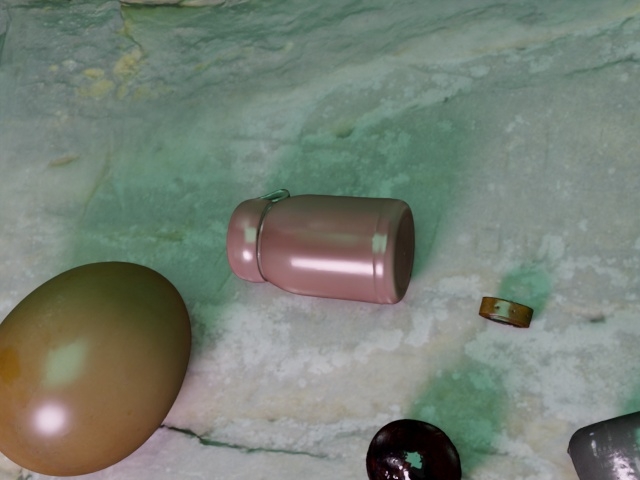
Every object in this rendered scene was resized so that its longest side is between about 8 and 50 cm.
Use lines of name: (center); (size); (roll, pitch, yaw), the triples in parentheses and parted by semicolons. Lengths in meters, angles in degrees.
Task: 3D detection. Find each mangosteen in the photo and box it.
mangosteen: (0.147, 0.339, 1.757); (0.152, 0.152, 0.152); (-5, 70, 13)

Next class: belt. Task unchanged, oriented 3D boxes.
belt: (0.294, 0.116, 1.833); (0.083, 0.059, 0.036); (15, 76, 8)

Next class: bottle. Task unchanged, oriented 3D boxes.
bottle: (0.000, 0.000, 1.901); (0.297, 0.173, 0.206); (3, 41, 18)

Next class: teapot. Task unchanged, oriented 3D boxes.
teapot: (0.453, 0.391, 1.617); (0.305, 0.223, 0.285); (-16, 75, 6)

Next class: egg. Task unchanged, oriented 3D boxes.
egg: (-0.371, 0.201, 1.842); (0.301, 0.301, 0.374); (38, 83, 23)
